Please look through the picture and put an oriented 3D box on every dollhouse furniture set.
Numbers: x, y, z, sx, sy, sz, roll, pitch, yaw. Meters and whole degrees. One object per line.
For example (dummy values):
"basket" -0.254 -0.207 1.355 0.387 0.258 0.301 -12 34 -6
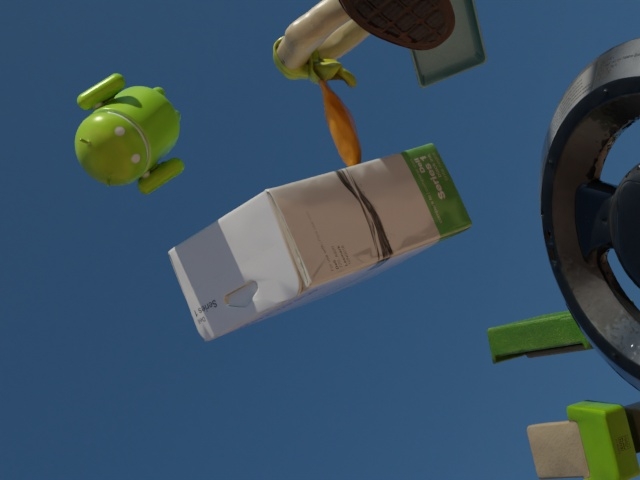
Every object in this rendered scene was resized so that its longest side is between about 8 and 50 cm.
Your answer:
"dollhouse furniture set" 0.372 0.162 1.382 0.302 0.151 0.197 -9 -96 -34

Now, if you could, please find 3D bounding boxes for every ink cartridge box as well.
"ink cartridge box" 0.000 0.000 1.061 0.219 0.160 0.092 -18 -98 -45

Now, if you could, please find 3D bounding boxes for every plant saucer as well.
"plant saucer" 0.093 -0.219 1.011 0.067 0.018 0.192 -22 -50 -1

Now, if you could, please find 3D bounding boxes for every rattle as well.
"rattle" 0.068 -0.184 1.096 0.200 0.142 0.130 -31 -24 -22

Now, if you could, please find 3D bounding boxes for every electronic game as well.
"electronic game" 0.210 -0.006 0.697 0.048 0.229 0.229 -16 -60 -30

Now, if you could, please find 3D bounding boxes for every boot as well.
"boot" 0.024 -0.245 0.963 0.082 0.106 0.219 -40 -53 20

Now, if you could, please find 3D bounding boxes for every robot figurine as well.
"robot figurine" -0.164 -0.089 1.013 0.101 0.067 0.115 58 -147 -14
